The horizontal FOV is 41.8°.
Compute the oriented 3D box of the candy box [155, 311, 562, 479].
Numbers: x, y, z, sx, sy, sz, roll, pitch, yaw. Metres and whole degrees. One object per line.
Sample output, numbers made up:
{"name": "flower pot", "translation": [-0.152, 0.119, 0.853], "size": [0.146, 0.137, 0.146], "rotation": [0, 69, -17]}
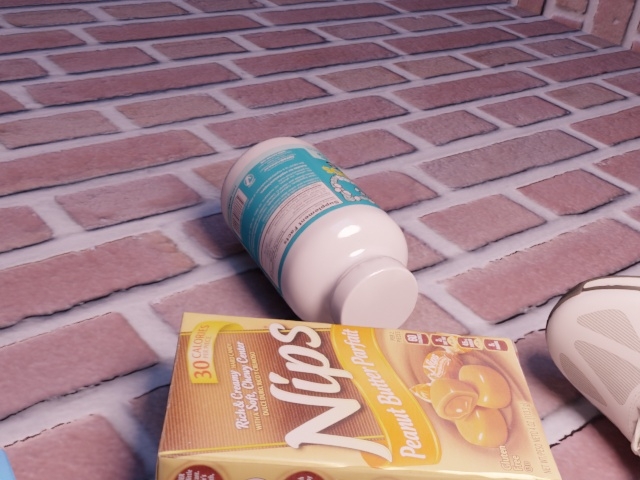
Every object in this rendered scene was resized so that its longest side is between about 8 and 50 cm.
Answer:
{"name": "candy box", "translation": [0.026, 0.159, 0.730], "size": [0.316, 0.088, 0.183], "rotation": [6, 31, -6]}

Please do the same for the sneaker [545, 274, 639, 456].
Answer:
{"name": "sneaker", "translation": [0.344, 0.191, 0.680], "size": [0.447, 0.169, 0.257], "rotation": [33, 36, 31]}

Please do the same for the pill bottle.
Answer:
{"name": "pill bottle", "translation": [0.000, 0.000, 0.934], "size": [0.146, 0.146, 0.264], "rotation": [-9, 36, -27]}

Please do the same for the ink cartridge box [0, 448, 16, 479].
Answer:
{"name": "ink cartridge box", "translation": [-0.216, 0.270, 0.284], "size": [0.285, 0.166, 0.395], "rotation": [12, 28, -45]}
